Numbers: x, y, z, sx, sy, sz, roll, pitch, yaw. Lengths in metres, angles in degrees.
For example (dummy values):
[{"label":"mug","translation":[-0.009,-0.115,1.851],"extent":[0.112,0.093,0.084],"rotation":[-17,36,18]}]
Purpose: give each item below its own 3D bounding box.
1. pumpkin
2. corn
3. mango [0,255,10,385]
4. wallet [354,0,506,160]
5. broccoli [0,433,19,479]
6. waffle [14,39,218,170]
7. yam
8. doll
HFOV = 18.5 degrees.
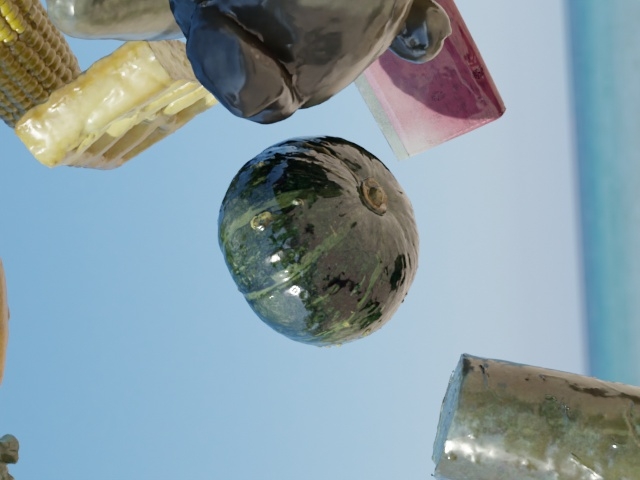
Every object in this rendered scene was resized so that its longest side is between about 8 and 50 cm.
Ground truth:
[{"label":"pumpkin","translation":[0.000,0.000,1.639],"extent":[0.146,0.190,0.190],"rotation":[-33,47,46]},{"label":"corn","translation":[-0.349,-0.219,2.101],"extent":[0.347,0.130,0.130],"rotation":[56,-153,-44]},{"label":"mango","translation":[-0.372,0.030,1.909],"extent":[0.295,0.120,0.177],"rotation":[48,143,31]},{"label":"wallet","translation":[0.079,-0.184,1.840],"extent":[0.025,0.119,0.232],"rotation":[-94,-22,-53]},{"label":"broccoli","translation":[-0.284,0.183,1.156],"extent":[0.260,0.235,0.288],"rotation":[79,-174,-65]},{"label":"waffle","translation":[-0.191,-0.134,1.973],"extent":[0.057,0.168,0.274],"rotation":[57,-170,5]},{"label":"yam","translation":[0.206,0.151,1.363],"extent":[0.106,0.259,0.106],"rotation":[13,-90,-82]},{"label":"doll","translation":[-0.057,-0.202,1.545],"extent":[0.382,0.378,0.252],"rotation":[-33,-89,-49]}]
